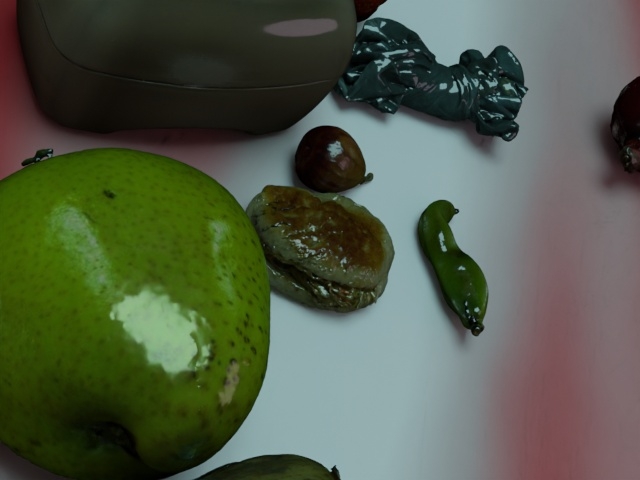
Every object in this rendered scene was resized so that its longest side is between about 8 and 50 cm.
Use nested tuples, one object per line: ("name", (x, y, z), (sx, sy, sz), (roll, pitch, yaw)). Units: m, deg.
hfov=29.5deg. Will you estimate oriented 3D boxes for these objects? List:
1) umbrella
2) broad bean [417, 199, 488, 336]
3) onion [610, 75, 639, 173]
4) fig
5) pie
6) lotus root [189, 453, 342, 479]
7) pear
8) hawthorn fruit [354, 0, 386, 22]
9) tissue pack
("umbrella", (0.125, -0.232, 1.676), (0.348, 0.094, 0.143), (15, 44, -14))
("broad bean", (0.170, 0.034, 1.539), (0.070, 0.048, 0.214), (5, 53, -24))
("onion", (0.491, -0.150, 1.799), (0.198, 0.135, 0.173), (-34, 80, -25))
("fig", (0.029, -0.092, 1.541), (0.125, 0.089, 0.089), (25, 47, -34))
("pie", (0.000, 0.000, 1.457), (0.193, 0.079, 0.163), (20, 46, -12))
("lotus root", (-0.100, 0.291, 1.145), (0.274, 0.160, 0.152), (-5, 97, -28))
("pear", (-0.185, 0.082, 1.180), (0.342, 0.239, 0.318), (-3, 45, -30))
("hawthorn fruit", (0.033, -0.392, 1.684), (0.173, 0.173, 0.179), (13, 95, -20))
("tissue pack", (-0.151, -0.284, 1.447), (0.387, 0.277, 0.267), (-2, 61, -28))
